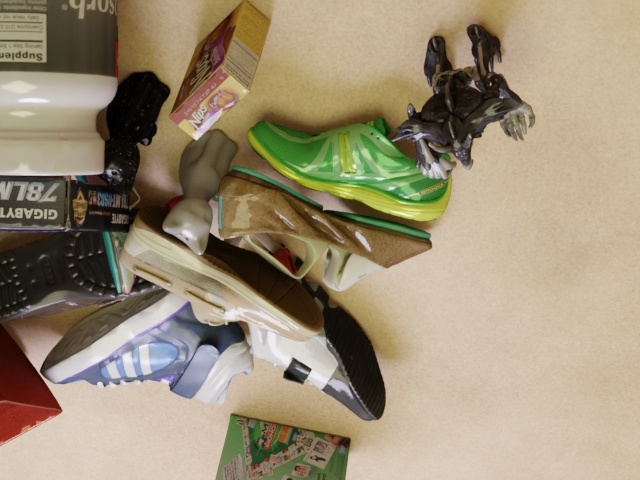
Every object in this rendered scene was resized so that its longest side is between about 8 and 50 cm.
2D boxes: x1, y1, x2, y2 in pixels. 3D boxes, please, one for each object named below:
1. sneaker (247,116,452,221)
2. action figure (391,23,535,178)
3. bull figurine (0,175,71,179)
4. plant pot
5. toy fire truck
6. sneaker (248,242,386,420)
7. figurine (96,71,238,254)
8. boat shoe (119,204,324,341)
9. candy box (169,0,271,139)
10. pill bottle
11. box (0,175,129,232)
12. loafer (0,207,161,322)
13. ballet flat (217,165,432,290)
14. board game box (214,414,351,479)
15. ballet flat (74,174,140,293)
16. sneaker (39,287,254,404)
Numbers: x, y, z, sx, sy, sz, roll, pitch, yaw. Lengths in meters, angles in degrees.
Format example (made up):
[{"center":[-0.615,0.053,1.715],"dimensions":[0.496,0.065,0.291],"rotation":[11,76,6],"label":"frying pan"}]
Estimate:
[{"center":[0.044,-0.120,1.740],"dimensions":[0.295,0.109,0.124],"rotation":[17,99,1],"label":"sneaker"},{"center":[0.183,-0.159,1.562],"dimensions":[0.164,0.276,0.141],"rotation":[-18,122,20],"label":"action figure"},{"center":[-0.516,-0.072,1.839],"dimensions":[0.310,0.101,0.188],"rotation":[-29,114,17],"label":"bull figurine"},{"center":[-0.597,0.212,1.908],"dimensions":[0.267,0.267,0.236],"rotation":[-28,76,2],"label":"plant pot"},{"center":[-0.136,0.002,1.808],"dimensions":[0.135,0.047,0.192],"rotation":[-33,89,8],"label":"toy fire truck"},{"center":[-0.028,0.161,1.940],"dimensions":[0.146,0.122,0.330],"rotation":[-30,106,28],"label":"sneaker"},{"center":[-0.215,-0.098,1.710],"dimensions":[0.215,0.209,0.092],"rotation":[40,123,-20],"label":"figurine"},{"center":[-0.139,0.065,1.740],"dimensions":[0.302,0.109,0.098],"rotation":[29,114,-1],"label":"boat shoe"},{"center":[-0.129,-0.223,1.617],"dimensions":[0.053,0.187,0.109],"rotation":[40,123,-19],"label":"candy box"},{"center":[-0.351,-0.263,1.514],"dimensions":[0.210,0.210,0.363],"rotation":[1,95,8],"label":"pill bottle"},{"center":[-0.426,-0.046,1.627],"dimensions":[0.295,0.293,0.073],"rotation":[1,91,5],"label":"box"},{"center":[-0.359,0.037,1.908],"dimensions":[0.365,0.130,0.134],"rotation":[-11,85,8],"label":"loafer"},{"center":[0.000,0.000,1.758],"dimensions":[0.342,0.116,0.124],"rotation":[18,89,-31],"label":"ballet flat"},{"center":[-0.073,0.429,2.018],"dimensions":[0.213,0.317,0.046],"rotation":[11,128,0],"label":"board game box"},{"center":[-0.293,-0.036,1.805],"dimensions":[0.079,0.077,0.222],"rotation":[-20,86,-17],"label":"ballet flat"},{"center":[-0.264,0.208,1.996],"dimensions":[0.322,0.130,0.236],"rotation":[-30,113,21],"label":"sneaker"}]
